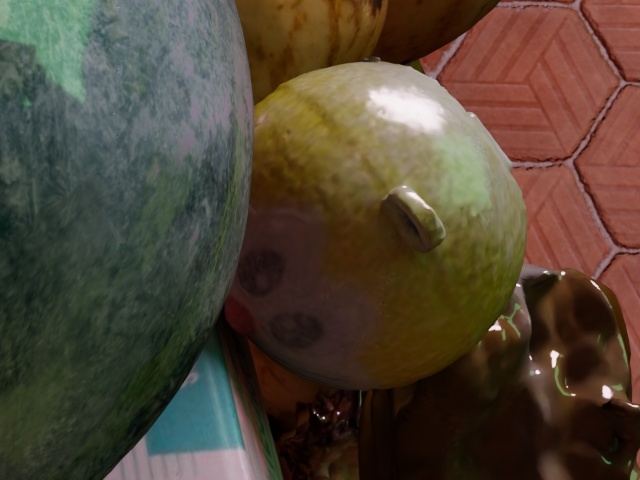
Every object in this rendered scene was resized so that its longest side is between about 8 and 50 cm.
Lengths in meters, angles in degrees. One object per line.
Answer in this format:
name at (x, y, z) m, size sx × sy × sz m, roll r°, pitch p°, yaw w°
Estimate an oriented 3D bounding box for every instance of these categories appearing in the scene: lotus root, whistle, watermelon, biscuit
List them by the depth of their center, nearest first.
watermelon at (-0.105, -0.086, 0.493) m, size 0.322 × 0.175 × 0.188 m, roll 63°, pitch -13°, yaw 12°
whistle at (0.000, 0.000, 0.685) m, size 0.123 × 0.123 × 0.223 m, roll 61°, pitch -15°, yaw -6°
biscuit at (0.085, 0.201, 0.771) m, size 0.268 × 0.115 × 0.366 m, roll 111°, pitch -26°, yaw -70°
lotus root at (0.007, 0.036, 1.075) m, size 0.169 × 0.141 × 0.314 m, roll 61°, pitch 6°, yaw -43°

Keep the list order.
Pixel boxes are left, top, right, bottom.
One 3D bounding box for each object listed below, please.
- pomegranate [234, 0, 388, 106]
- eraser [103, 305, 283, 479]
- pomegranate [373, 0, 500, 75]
pomegranate at (-0.084, -0.111, 0.801) m, size 0.215 × 0.215 × 0.215 m, roll 60°, pitch 8°, yaw -14°
eraser at (-0.065, 0.084, 0.613) m, size 0.225 × 0.095 × 0.052 m, roll -108°, pitch 171°, yaw -54°
pomegranate at (-0.010, -0.252, 1.210) m, size 0.410 × 0.410 × 0.410 m, roll 60°, pitch 8°, yaw -14°
